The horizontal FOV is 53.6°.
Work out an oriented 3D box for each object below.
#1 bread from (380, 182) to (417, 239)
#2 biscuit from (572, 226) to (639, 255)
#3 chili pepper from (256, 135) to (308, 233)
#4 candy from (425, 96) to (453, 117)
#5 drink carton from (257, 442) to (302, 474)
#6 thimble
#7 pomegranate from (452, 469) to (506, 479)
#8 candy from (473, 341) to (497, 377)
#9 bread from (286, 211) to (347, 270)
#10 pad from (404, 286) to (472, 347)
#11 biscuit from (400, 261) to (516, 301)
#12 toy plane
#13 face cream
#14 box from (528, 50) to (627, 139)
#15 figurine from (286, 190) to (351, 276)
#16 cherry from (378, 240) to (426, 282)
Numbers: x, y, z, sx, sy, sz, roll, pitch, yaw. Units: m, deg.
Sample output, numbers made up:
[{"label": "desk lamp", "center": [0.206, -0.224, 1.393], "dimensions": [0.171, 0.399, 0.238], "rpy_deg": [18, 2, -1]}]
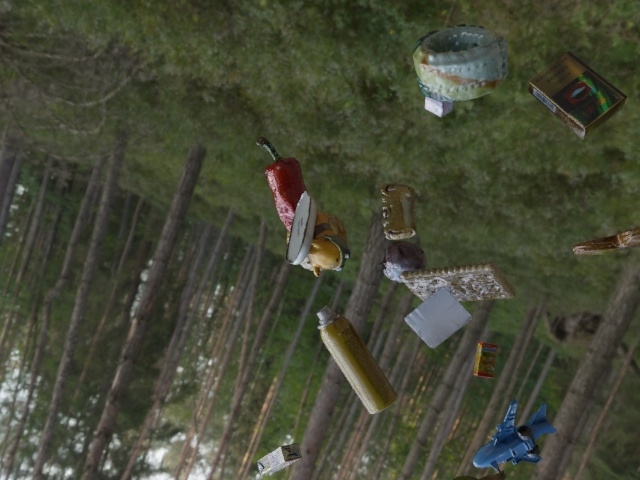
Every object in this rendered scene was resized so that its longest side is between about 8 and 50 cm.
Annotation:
[{"label": "bread", "center": [0.307, -0.115, 2.472], "dimensions": [0.134, 0.225, 0.081], "rpy_deg": [-4, 174, 19]}, {"label": "biscuit", "center": [0.925, -0.002, 1.899], "dimensions": [0.262, 0.052, 0.277], "rpy_deg": [-11, 171, -12]}, {"label": "chili pepper", "center": [-0.076, -0.116, 1.786], "dimensions": [0.110, 0.387, 0.110], "rpy_deg": [-21, -178, 1]}, {"label": "candy", "center": [0.439, -0.541, 2.320], "dimensions": [0.073, 0.160, 0.092], "rpy_deg": [-32, -128, -22]}, {"label": "drink carton", "center": [-0.133, 0.701, 2.036], "dimensions": [0.071, 0.166, 0.056], "rpy_deg": [5, -123, -36]}, {"label": "thimble", "center": [0.437, -0.557, 1.982], "dimensions": [0.288, 0.167, 0.254], "rpy_deg": [1, -139, 19]}, {"label": "pomegranate", "center": [0.573, 0.961, 2.348], "dimensions": [0.204, 0.222, 0.276], "rpy_deg": [-11, -156, 35]}, {"label": "candy", "center": [0.584, 0.422, 2.240], "dimensions": [0.062, 0.122, 0.038], "rpy_deg": [10, 178, -9]}, {"label": "bread", "center": [0.000, 0.000, 2.393], "dimensions": [0.244, 0.244, 0.134], "rpy_deg": [17, 179, -24]}, {"label": "pad", "center": [0.301, 0.200, 1.629], "dimensions": [0.112, 0.157, 0.003], "rpy_deg": [47, -147, 5]}, {"label": "biscuit", "center": [0.434, 0.144, 2.011], "dimensions": [0.325, 0.044, 0.217], "rpy_deg": [-8, 148, 33]}, {"label": "toy plane", "center": [0.577, 0.600, 1.884], "dimensions": [0.254, 0.271, 0.105], "rpy_deg": [61, 168, -24]}, {"label": "face cream", "center": [0.098, 0.352, 1.921], "dimensions": [0.348, 0.105, 0.105], "rpy_deg": [58, -170, -2]}, {"label": "box", "center": [0.766, -0.439, 1.906], "dimensions": [0.240, 0.159, 0.071], "rpy_deg": [51, 177, 25]}, {"label": "figurine", "center": [0.006, -0.016, 1.591], "dimensions": [0.141, 0.166, 0.250], "rpy_deg": [17, -139, -12]}, {"label": "cherry", "center": [0.351, 0.094, 2.664], "dimensions": [0.195, 0.195, 0.195], "rpy_deg": [21, -171, -4]}]
